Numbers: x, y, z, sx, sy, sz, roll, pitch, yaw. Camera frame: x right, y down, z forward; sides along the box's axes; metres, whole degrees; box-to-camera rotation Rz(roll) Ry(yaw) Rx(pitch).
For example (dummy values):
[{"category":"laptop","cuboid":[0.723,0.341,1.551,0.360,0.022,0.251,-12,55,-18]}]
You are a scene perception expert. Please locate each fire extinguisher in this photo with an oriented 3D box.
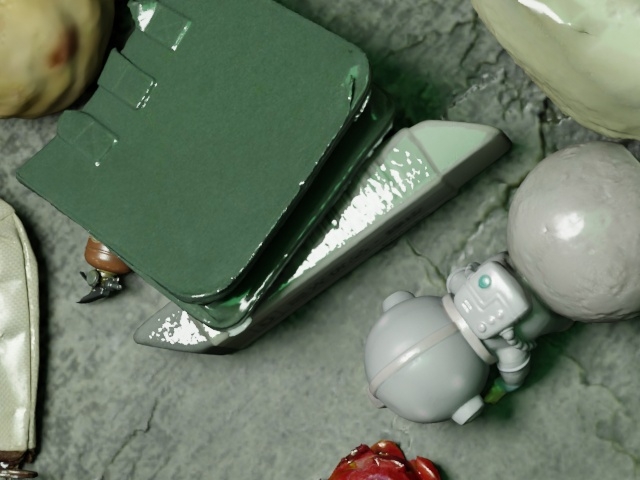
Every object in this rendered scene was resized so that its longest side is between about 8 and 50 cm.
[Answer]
[{"category":"fire extinguisher","cuboid":[-0.177,-0.026,1.327,0.062,0.050,0.177,13,85,44]}]

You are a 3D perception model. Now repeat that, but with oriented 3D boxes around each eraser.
[{"category":"eraser","cuboid":[0.000,0.000,1.254,0.352,0.089,0.061,-37,77,9]}]

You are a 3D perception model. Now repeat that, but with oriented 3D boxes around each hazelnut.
[{"category":"hazelnut","cuboid":[-0.309,-0.211,1.318,0.261,0.261,0.241,33,124,17]}]

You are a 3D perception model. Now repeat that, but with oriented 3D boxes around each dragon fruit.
[{"category":"dragon fruit","cuboid":[0.040,0.222,1.225,0.126,0.068,0.112,-18,76,12]}]

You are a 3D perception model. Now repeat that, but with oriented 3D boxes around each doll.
[{"category":"doll","cuboid":[0.151,0.045,1.182,0.287,0.151,0.151,-38,75,11]}]

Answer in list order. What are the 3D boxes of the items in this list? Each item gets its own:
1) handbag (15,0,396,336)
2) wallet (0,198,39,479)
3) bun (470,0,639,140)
[{"category":"handbag","cuboid":[-0.098,-0.086,1.230,0.260,0.079,0.247,35,87,30]},{"category":"wallet","cuboid":[-0.392,0.078,1.361,0.335,0.068,0.275,5,86,17]},{"category":"bun","cuboid":[0.270,-0.245,1.152,0.359,0.211,0.360,-1,85,9]}]
